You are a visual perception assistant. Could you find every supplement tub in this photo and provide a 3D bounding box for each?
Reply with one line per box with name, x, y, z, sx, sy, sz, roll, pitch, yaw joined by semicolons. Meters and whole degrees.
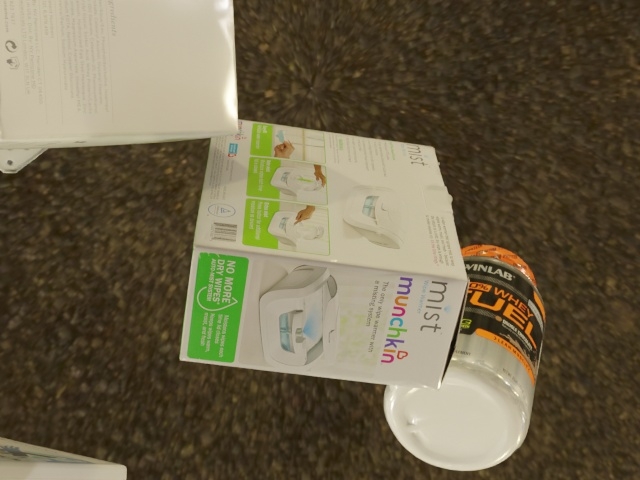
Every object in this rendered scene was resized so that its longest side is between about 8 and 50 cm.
supplement tub;0.226;0.162;1.601;0.207;0.338;0.207;8;124;12

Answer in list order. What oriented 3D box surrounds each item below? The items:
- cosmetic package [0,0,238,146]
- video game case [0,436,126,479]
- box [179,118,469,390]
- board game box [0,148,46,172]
cosmetic package;-0.228;-0.152;0.947;0.225;0.224;0.138;-8;97;-39
video game case;-0.419;0.220;1.112;0.300;0.329;0.036;5;81;29
box;0.000;0.000;0.988;0.231;0.262;0.126;7;119;-6
board game box;-0.471;-0.332;1.599;0.390;0.050;0.390;-35;127;15
